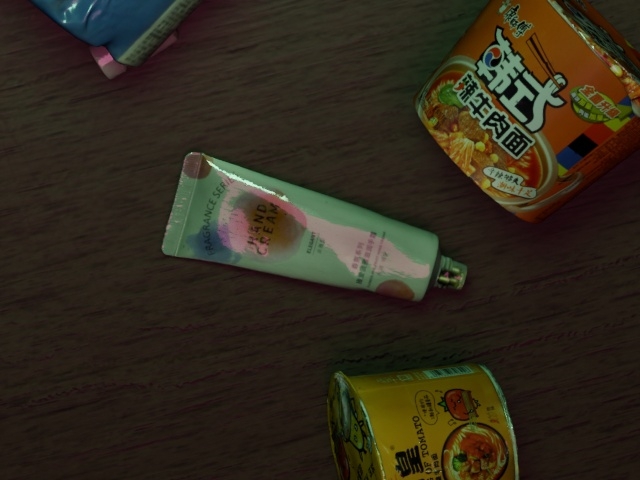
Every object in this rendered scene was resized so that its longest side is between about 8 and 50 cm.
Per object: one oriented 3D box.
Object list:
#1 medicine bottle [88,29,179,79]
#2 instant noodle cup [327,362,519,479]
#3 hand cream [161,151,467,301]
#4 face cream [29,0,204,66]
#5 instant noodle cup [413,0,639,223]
[{"bbox_3d":[-0.199,-0.213,1.883,0.089,0.052,0.052,-33,109,4],"label":"medicine bottle"},{"bbox_3d":[0.116,0.235,2.003,0.172,0.216,0.216,-12,110,-13],"label":"instant noodle cup"},{"bbox_3d":[0.000,0.000,1.976,0.340,0.078,0.124,14,107,-7],"label":"hand cream"},{"bbox_3d":[-0.199,-0.323,1.741,0.249,0.249,0.225,39,100,-17],"label":"face cream"},{"bbox_3d":[0.234,-0.149,1.872,0.250,0.250,0.192,39,108,-17],"label":"instant noodle cup"}]
